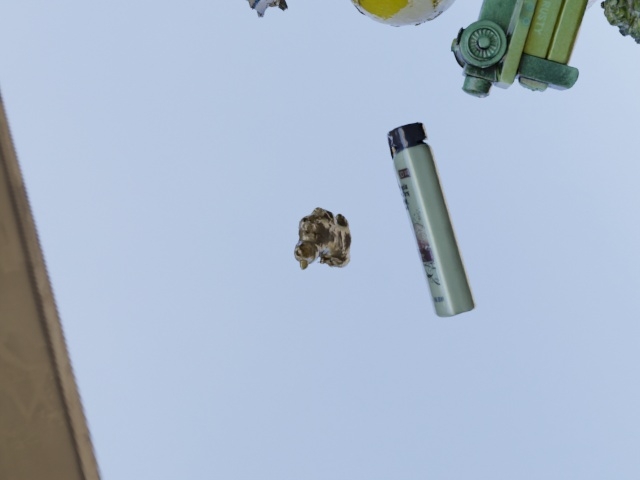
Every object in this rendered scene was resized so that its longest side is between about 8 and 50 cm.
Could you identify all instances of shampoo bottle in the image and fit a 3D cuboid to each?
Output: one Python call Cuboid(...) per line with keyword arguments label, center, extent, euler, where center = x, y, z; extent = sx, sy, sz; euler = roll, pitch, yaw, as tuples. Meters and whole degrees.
Cuboid(label="shampoo bottle", center=(0.203, -0.039, 1.512), extent=(0.078, 0.134, 0.360), euler=(-16, -89, -5))

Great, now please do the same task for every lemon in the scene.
Cuboid(label="lemon", center=(0.182, -0.605, 1.744), extent=(0.297, 0.297, 0.297), euler=(24, -129, -34))

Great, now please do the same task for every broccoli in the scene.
Cuboid(label="broccoli", center=(0.623, -0.519, 1.572), extent=(0.275, 0.198, 0.177), euler=(57, -177, -22))

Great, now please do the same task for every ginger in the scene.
Cuboid(label="ginger", center=(0.000, -0.005, 1.745), extent=(0.213, 0.074, 0.138), euler=(0, -104, -54))

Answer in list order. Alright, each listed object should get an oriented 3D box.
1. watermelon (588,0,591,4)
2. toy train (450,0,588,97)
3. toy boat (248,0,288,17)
Cuboid(label="watermelon", center=(0.581, -0.653, 1.911), extent=(0.222, 0.292, 0.319), euler=(47, -173, 9))
Cuboid(label="toy train", center=(0.413, -0.462, 1.576), extent=(0.253, 0.397, 0.160), euler=(16, -172, 4))
Cuboid(label="toy boat", center=(-0.099, -0.432, 1.177), extent=(0.066, 0.084, 0.210), euler=(-7, -104, -37))
